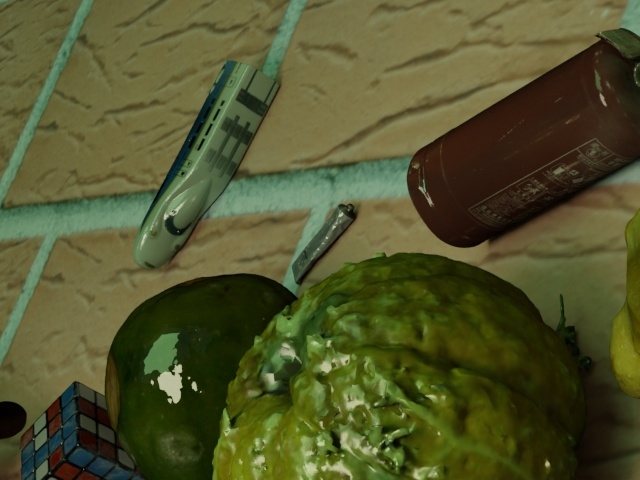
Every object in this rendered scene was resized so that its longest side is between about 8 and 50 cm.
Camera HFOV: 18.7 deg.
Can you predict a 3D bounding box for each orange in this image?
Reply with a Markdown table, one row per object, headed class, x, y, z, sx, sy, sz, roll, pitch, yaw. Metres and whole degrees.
| class | x | y | z | sx | sy | sz | roll | pitch | yaw |
| --- | --- | --- | --- | --- | --- | --- | --- | --- | --- |
| orange | 0.039 | 0.144 | 1.388 | 0.301 | 0.223 | 0.300 | -33 | 33 | 40 |

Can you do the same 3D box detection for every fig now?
| class | x | y | z | sx | sy | sz | roll | pitch | yaw |
| --- | --- | --- | --- | --- | --- | --- | --- | --- | --- |
| fig | -0.088 | 0.148 | 1.659 | 0.195 | 0.195 | 0.245 | 25 | 120 | 61 |

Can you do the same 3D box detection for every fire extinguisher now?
| class | x | y | z | sx | sy | sz | roll | pitch | yaw |
| --- | --- | --- | --- | --- | --- | --- | --- | --- | --- |
| fire extinguisher | 0.193 | -0.088 | 1.498 | 0.269 | 0.105 | 0.105 | -32 | 39 | 40 |

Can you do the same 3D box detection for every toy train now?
| class | x | y | z | sx | sy | sz | roll | pitch | yaw |
| --- | --- | --- | --- | --- | --- | --- | --- | --- | --- |
| toy train | -0.122 | -0.072 | 2.007 | 0.051 | 0.052 | 0.234 | 17 | 78 | 55 |

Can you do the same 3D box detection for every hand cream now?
| class | x | y | z | sx | sy | sz | roll | pitch | yaw |
| --- | --- | --- | --- | --- | --- | --- | --- | --- | --- |
| hand cream | 0.000 | 0.000 | 1.786 | 0.093 | 0.019 | 0.030 | -49 | 29 | 22 |

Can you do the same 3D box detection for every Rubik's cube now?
| class | x | y | z | sx | sy | sz | roll | pitch | yaw |
| --- | --- | --- | --- | --- | --- | --- | --- | --- | --- |
| Rubik's cube | -0.224 | 0.209 | 1.861 | 0.092 | 0.092 | 0.092 | -45 | 32 | 23 |

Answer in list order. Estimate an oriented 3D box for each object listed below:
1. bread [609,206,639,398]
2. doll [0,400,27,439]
| class | x | y | z | sx | sy | sz | roll | pitch | yaw |
| --- | --- | --- | --- | --- | --- | --- | --- | --- | --- |
| bread | 0.276 | 0.032 | 1.262 | 0.233 | 0.088 | 0.161 | -5 | 56 | 54 |
| doll | -0.475 | 0.273 | 2.032 | 0.340 | 0.318 | 0.209 | 121 | 136 | -55 |
